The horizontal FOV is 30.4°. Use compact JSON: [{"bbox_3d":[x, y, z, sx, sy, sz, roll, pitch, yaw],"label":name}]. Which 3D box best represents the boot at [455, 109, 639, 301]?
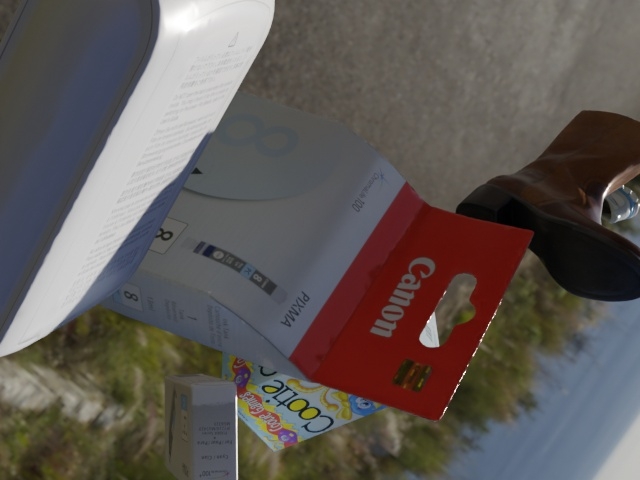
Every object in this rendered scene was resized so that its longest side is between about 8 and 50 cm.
[{"bbox_3d":[0.347,-0.051,1.426,0.280,0.264,0.096,-33,124,-32],"label":"boot"}]

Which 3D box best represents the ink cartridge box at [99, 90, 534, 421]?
[{"bbox_3d":[0.000,0.000,1.236,0.308,0.385,0.091,-55,154,-42],"label":"ink cartridge box"}]

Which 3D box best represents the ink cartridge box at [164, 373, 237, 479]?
[{"bbox_3d":[-0.162,0.317,1.602,0.296,0.066,0.261,161,-73,-76],"label":"ink cartridge box"}]

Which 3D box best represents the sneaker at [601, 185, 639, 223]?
[{"bbox_3d":[0.463,-0.090,2.076,0.083,0.190,0.071,-28,138,-39],"label":"sneaker"}]

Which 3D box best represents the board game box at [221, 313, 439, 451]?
[{"bbox_3d":[0.013,0.159,1.648,0.275,0.144,0.142,-25,129,19],"label":"board game box"}]

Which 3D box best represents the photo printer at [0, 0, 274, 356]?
[{"bbox_3d":[-0.150,-0.087,0.829,0.308,0.107,0.256,-58,174,20],"label":"photo printer"}]
